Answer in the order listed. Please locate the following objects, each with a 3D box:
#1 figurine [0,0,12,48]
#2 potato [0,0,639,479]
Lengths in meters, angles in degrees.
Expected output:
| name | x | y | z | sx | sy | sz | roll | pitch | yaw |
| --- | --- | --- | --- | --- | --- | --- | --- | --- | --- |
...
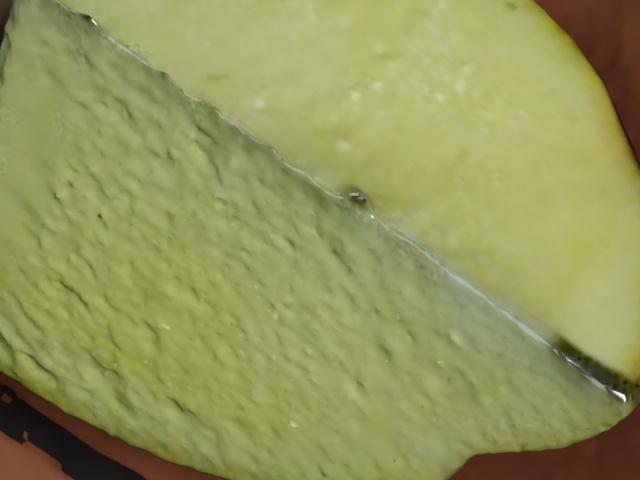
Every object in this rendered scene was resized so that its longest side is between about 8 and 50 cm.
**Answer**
| name | x | y | z | sx | sy | sz | roll | pitch | yaw |
| --- | --- | --- | --- | --- | --- | --- | --- | --- | --- |
| figurine | -0.105 | -0.105 | 0.459 | 0.125 | 0.125 | 0.138 | -35 | 87 | 27 |
| potato | 0.000 | 0.000 | 0.439 | 0.149 | 0.081 | 0.120 | 35 | 140 | 8 |
